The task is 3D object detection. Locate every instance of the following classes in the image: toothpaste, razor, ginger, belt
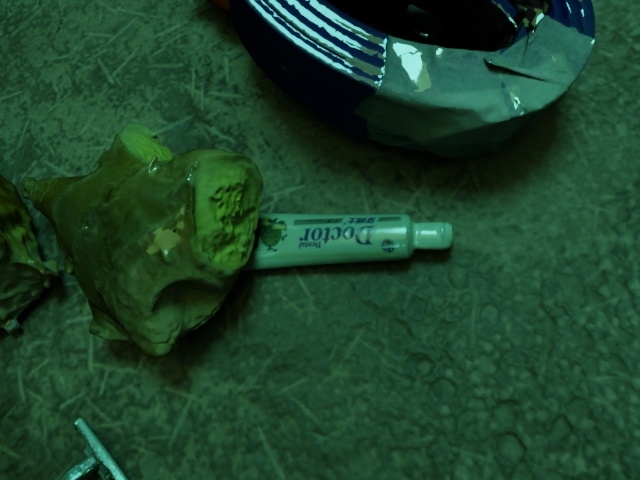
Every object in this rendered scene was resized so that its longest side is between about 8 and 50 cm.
[{"bbox_3d":[0.000,0.000,0.479,0.255,0.037,0.068,-1,76,14],"label":"toothpaste"},{"bbox_3d":[-0.268,0.270,0.431,0.084,0.036,0.211,39,81,22],"label":"razor"},{"bbox_3d":[-0.189,-0.008,0.474,0.269,0.123,0.219,12,90,34],"label":"ginger"},{"bbox_3d":[0.065,-0.215,0.454,0.346,0.117,0.213,27,80,2],"label":"belt"}]

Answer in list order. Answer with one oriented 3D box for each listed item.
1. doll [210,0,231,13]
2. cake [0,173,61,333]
[{"bbox_3d":[-0.079,-0.338,0.585,0.183,0.085,0.217,-23,62,-9],"label":"doll"},{"bbox_3d":[-0.491,-0.012,0.437,0.306,0.293,0.314,-40,63,-7],"label":"cake"}]
